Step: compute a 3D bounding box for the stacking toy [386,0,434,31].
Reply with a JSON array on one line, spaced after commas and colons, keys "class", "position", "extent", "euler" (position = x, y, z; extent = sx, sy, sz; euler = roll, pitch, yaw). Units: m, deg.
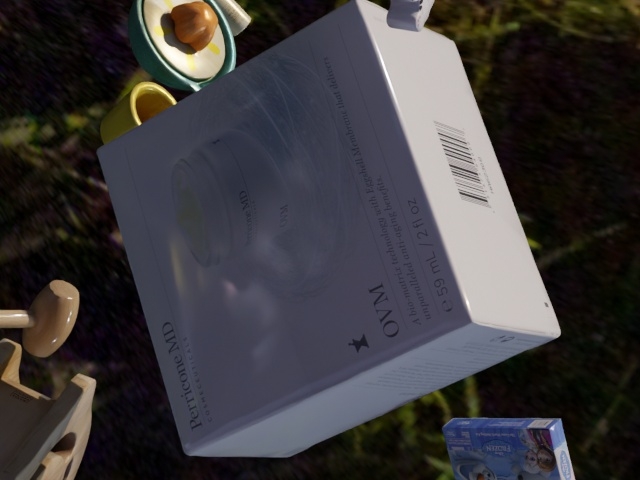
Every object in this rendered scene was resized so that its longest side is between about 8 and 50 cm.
[{"class": "stacking toy", "position": [0.000, -0.212, 0.887], "extent": [0.052, 0.167, 0.221], "euler": [67, 39, -56]}]

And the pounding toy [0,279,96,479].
[{"class": "pounding toy", "position": [-0.264, 0.148, 1.234], "extent": [0.154, 0.269, 0.154], "euler": [24, 123, 6]}]

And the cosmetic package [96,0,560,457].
[{"class": "cosmetic package", "position": [0.000, 0.000, 1.098], "extent": [0.224, 0.138, 0.224], "euler": [-28, 70, 27]}]

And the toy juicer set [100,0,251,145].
[{"class": "toy juicer set", "position": [-0.117, -0.199, 1.737], "extent": [0.209, 0.089, 0.329], "euler": [29, 48, -36]}]

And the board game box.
[{"class": "board game box", "position": [0.135, 0.168, 1.163], "extent": [0.020, 0.090, 0.090], "euler": [-30, 109, -47]}]
